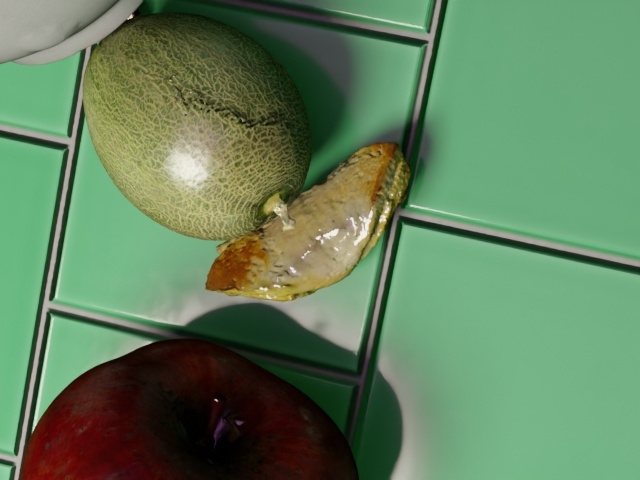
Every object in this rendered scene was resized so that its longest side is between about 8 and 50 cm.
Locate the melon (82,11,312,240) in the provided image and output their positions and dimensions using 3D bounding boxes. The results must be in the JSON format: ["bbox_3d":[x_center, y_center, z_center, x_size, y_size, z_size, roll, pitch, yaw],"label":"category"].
[{"bbox_3d":[-0.080,-0.075,0.933,0.192,0.139,0.139,45,103,21],"label":"melon"}]

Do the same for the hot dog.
[{"bbox_3d":[0.000,0.000,0.964,0.169,0.061,0.078,-34,46,12],"label":"hot dog"}]

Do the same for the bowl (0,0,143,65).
[{"bbox_3d":[-0.202,-0.219,0.914,0.345,0.345,0.157,-25,134,13],"label":"bowl"}]

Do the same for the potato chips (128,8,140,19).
[{"bbox_3d":[-0.230,-0.152,1.021,0.204,0.026,0.037,-14,105,12],"label":"potato chips"}]

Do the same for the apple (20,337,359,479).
[{"bbox_3d":[-0.098,0.181,0.933,0.234,0.234,0.234,1,95,12],"label":"apple"}]
